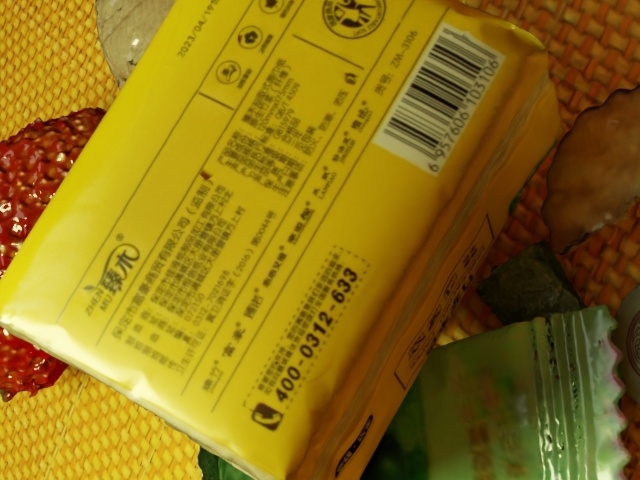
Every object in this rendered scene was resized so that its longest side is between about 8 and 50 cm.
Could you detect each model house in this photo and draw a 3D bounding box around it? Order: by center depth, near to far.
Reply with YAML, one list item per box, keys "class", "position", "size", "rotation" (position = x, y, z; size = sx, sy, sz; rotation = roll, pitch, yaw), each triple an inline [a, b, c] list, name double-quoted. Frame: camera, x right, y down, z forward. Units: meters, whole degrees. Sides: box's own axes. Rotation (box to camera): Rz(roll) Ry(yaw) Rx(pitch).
- class: "model house"
  position: [0.183, 0.055, 1.223]
  size: [0.079, 0.066, 0.083]
  rotation: [-41, 70, 25]

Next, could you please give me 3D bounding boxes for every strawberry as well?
- class: "strawberry"
  position: [-0.340, 0.017, 1.733]
  size: [0.343, 0.292, 0.292]
  rotation: [-40, 52, 20]

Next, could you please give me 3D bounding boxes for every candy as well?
- class: "candy"
  position: [0.075, 0.210, 1.212]
  size: [0.398, 0.172, 0.263]
  rotation: [-12, 88, 34]

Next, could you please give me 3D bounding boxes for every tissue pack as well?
- class: "tissue pack"
  position: [-0.026, -0.020, 1.128]
  size: [0.293, 0.228, 0.382]
  rotation: [28, 79, 15]

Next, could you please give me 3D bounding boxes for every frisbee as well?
- class: "frisbee"
  position: [0.271, 0.081, 1.133]
  size: [0.110, 0.014, 0.110]
  rotation: [-14, 71, 48]

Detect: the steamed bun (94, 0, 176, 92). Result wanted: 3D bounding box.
- class: "steamed bun"
  position: [-0.089, -0.240, 1.510]
  size: [0.251, 0.199, 0.301]
  rotation: [-29, 54, 27]

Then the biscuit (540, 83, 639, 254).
- class: "biscuit"
  position: [0.255, -0.063, 1.150]
  size: [0.183, 0.061, 0.118]
  rotation: [-29, 59, 42]
